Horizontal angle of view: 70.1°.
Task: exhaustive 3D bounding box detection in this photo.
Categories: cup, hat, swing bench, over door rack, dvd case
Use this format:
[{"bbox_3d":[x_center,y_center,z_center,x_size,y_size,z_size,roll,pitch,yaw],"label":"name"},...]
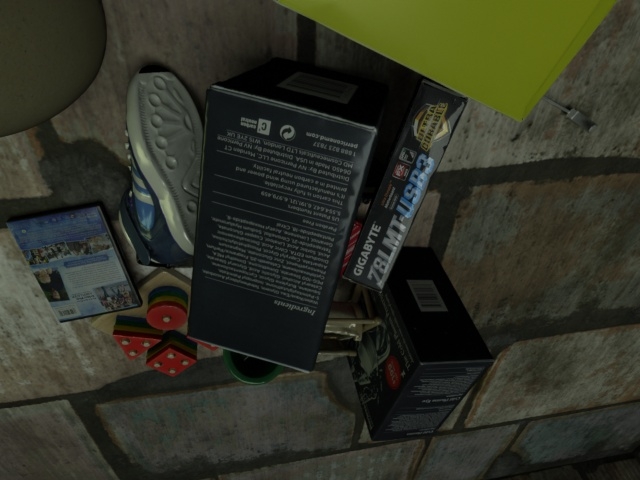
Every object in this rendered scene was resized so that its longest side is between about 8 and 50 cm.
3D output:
[{"bbox_3d":[-0.461,-0.255,0.562,0.330,0.237,0.331,-7,133,-8],"label":"cup"},{"bbox_3d":[-0.187,0.304,1.279,0.172,0.183,0.209,-14,91,-15],"label":"hat"},{"bbox_3d":[-0.026,0.188,1.097,0.253,0.165,0.255,4,140,-17],"label":"swing bench"},{"bbox_3d":[0.473,-0.346,0.808,0.324,0.108,0.240,8,131,-38],"label":"over door rack"},{"bbox_3d":[-0.495,0.051,0.940,0.180,0.022,0.253,-11,119,-4],"label":"dvd case"}]

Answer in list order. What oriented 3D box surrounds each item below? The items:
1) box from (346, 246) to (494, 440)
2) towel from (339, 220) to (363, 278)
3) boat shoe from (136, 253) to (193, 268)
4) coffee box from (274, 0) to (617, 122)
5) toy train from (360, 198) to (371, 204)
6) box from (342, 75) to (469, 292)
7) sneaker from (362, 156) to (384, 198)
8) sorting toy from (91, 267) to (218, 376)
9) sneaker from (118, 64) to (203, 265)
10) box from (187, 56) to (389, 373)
[{"bbox_3d":[0.198,0.241,1.098,0.178,0.343,0.313,2,130,-17],"label":"box"},{"bbox_3d":[0.000,0.000,1.019,0.274,0.031,0.199,23,132,-34],"label":"towel"},{"bbox_3d":[-0.330,0.044,0.998,0.142,0.040,0.049,10,128,-21],"label":"boat shoe"},{"bbox_3d":[0.144,-0.401,0.507,0.337,0.335,0.338,15,127,-25],"label":"coffee box"},{"bbox_3d":[0.032,-0.077,0.985,0.158,0.027,0.036,-17,131,2],"label":"toy train"},{"bbox_3d":[0.134,-0.107,0.733,0.073,0.293,0.296,22,114,6],"label":"box"},{"bbox_3d":[0.068,-0.141,0.920,0.234,0.084,0.097,3,108,-18],"label":"sneaker"},{"bbox_3d":[-0.371,0.215,1.111,0.257,0.089,0.255,-34,130,17],"label":"sorting toy"},{"bbox_3d":[-0.306,-0.112,0.806,0.236,0.130,0.323,-7,104,40],"label":"sneaker"},{"bbox_3d":[-0.046,-0.053,0.733,0.211,0.294,0.396,15,119,3],"label":"box"}]
